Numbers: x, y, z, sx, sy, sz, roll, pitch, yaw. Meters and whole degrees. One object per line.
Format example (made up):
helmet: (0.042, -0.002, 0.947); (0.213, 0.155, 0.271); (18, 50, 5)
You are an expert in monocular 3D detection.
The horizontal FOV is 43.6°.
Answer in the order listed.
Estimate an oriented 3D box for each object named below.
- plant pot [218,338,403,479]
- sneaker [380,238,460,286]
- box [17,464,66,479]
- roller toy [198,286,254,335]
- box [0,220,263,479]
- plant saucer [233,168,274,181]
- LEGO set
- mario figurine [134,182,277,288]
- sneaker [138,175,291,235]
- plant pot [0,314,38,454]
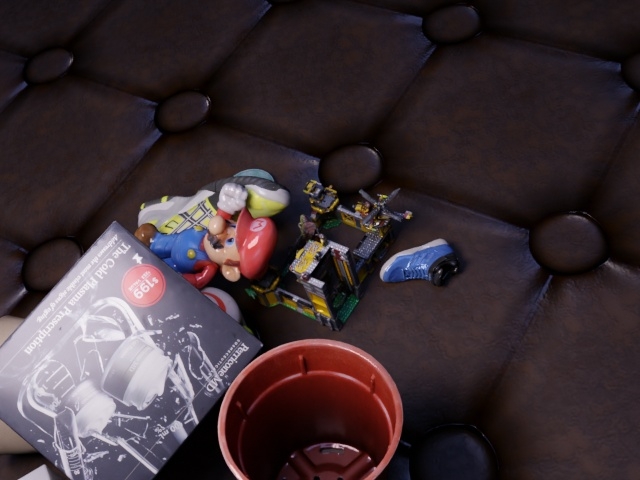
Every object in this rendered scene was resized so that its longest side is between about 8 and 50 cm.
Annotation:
plant pot: (-0.003, 0.342, 1.260); (0.272, 0.265, 0.272); (-4, 48, 4)
sneaker: (0.197, 0.058, 1.554); (0.152, 0.058, 0.085); (-21, 44, -9)
box: (-0.495, 0.507, 1.394); (0.130, 0.091, 0.170); (-30, 53, -8)
roller toy: (-0.229, 0.197, 1.512); (0.191, 0.146, 0.209); (-27, 44, -11)
box: (-0.317, 0.204, 1.299); (0.312, 0.179, 0.343); (39, 79, 1)
plant saucer: (-0.158, -0.108, 1.788); (0.119, 0.021, 0.119); (-7, 53, 10)
LEGO set: (0.000, 0.000, 1.562); (0.255, 0.192, 0.331); (32, 68, 31)
mario figurine: (-0.231, -0.003, 1.503); (0.320, 0.170, 0.198); (-9, 88, 26)
sneaker: (-0.218, -0.029, 1.658); (0.384, 0.145, 0.147); (-15, 66, 33)
plant pot: (-0.459, 0.279, 1.478); (0.274, 0.256, 0.257); (5, 56, 1)
